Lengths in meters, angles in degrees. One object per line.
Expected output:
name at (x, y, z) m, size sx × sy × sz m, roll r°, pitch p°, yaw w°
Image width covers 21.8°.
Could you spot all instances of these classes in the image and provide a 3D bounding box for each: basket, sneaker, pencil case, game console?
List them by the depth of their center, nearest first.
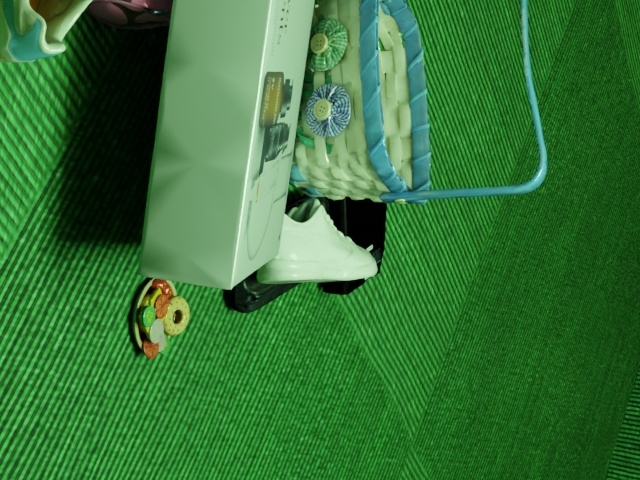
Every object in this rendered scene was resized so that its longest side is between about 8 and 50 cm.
sneaker at (-0.219, -0.244, 1.385) m, size 0.087 × 0.092 × 0.228 m, roll 52°, pitch 50°, yaw -55°
pencil case at (-0.155, -0.298, 1.509) m, size 0.098 × 0.095 × 0.209 m, roll 21°, pitch 76°, yaw -51°
basket at (0.091, -0.155, 1.789) m, size 0.201 × 0.289 × 0.254 m, roll 42°, pitch 41°, yaw -70°
sneaker at (0.000, 0.000, 1.849) m, size 0.212 × 0.080 × 0.094 m, roll 2°, pitch 82°, yaw -63°
game console at (-0.009, -0.024, 1.950) m, size 0.361 × 0.044 × 0.213 m, roll -31°, pitch 123°, yaw -59°

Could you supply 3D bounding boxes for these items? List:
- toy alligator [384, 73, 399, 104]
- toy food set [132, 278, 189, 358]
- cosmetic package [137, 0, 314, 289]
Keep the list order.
toy alligator at (0.086, -0.150, 2.102) m, size 0.051 × 0.056 × 0.189 m, roll -14°, pitch 122°, yaw -17°
toy food set at (-0.164, 0.077, 1.682) m, size 0.082 × 0.020 × 0.083 m, roll -61°, pitch 148°, yaw -37°
cosmetic package at (-0.077, -0.159, 1.595) m, size 0.284 × 0.097 × 0.377 m, roll -51°, pitch 149°, yaw -82°
